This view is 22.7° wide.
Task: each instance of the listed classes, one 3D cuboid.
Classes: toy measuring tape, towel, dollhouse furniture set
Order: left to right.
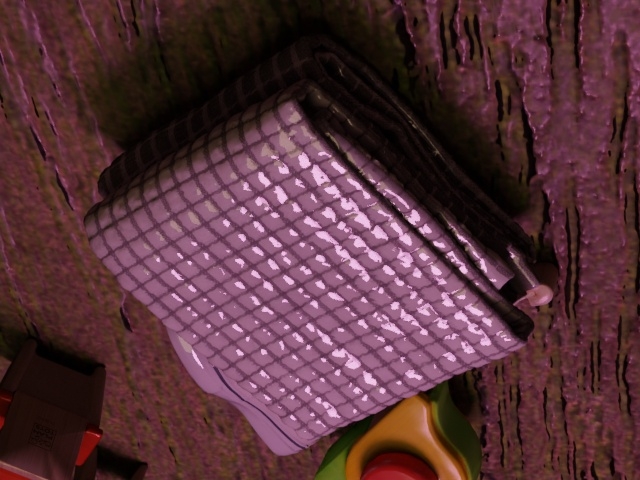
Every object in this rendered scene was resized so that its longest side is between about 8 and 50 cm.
[{"bbox_3d":[-0.292,0.218,1.462,0.262,0.135,0.259,24,135,-14],"label":"dollhouse furniture set"},{"bbox_3d":[0.000,0.000,1.196,0.235,0.121,0.283,-29,123,32],"label":"towel"},{"bbox_3d":[0.117,0.153,1.339,0.121,0.121,0.330,30,125,-20],"label":"toy measuring tape"}]

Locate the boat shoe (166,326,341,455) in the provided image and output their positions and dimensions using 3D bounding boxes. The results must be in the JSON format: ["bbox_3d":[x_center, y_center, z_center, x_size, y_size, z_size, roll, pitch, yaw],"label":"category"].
[{"bbox_3d":[-0.050,0.101,1.348,0.075,0.083,0.226,-22,140,15],"label":"boat shoe"}]
